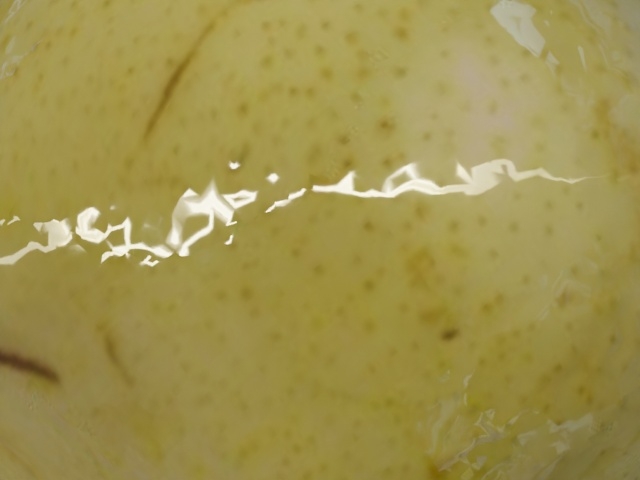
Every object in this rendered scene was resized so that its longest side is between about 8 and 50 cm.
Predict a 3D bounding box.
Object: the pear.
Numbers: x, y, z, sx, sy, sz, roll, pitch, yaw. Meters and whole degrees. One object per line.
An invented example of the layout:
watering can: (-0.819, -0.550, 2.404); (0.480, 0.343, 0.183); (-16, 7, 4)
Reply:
pear: (0.000, 0.000, 0.480); (0.309, 0.309, 0.309); (-5, 78, 26)
